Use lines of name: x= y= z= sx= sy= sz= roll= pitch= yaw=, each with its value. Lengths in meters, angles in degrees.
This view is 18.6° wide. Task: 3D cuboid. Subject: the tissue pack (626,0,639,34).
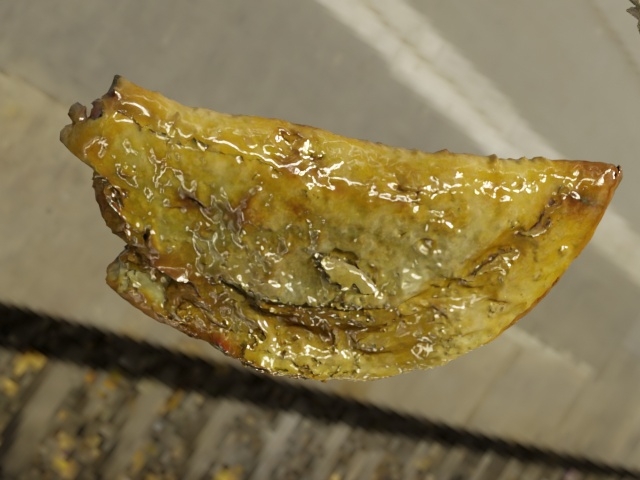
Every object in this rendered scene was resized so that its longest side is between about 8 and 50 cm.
tissue pack: x=0.259 y=-0.052 z=0.678 sx=0.257 sy=0.123 sz=0.215 roll=-26 pitch=140 yaw=8

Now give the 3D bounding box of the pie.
pie: x=0.000 y=0.000 z=0.601 sx=0.034 sy=0.170 sz=0.092 roll=-104 pitch=-152 yaw=-67
